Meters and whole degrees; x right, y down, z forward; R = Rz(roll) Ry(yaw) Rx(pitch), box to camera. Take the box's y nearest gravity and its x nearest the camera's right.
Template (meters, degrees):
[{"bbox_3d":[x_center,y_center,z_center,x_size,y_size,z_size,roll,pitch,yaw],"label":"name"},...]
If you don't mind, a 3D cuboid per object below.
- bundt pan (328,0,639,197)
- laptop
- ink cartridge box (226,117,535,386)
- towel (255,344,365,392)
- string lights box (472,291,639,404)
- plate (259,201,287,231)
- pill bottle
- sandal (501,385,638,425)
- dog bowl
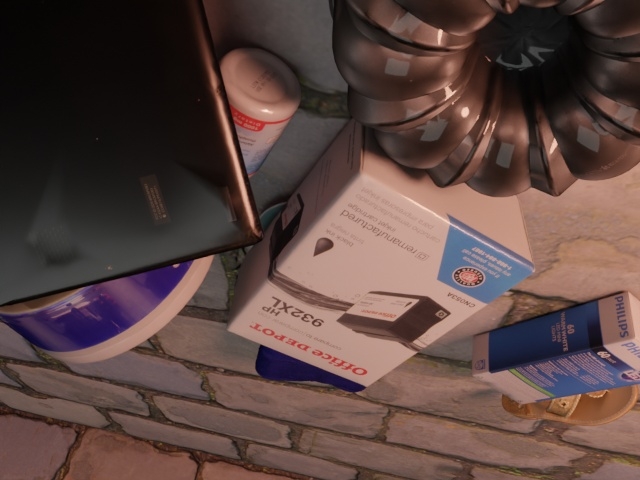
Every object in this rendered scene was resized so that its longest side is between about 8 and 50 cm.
[{"bbox_3d":[0.157,-0.153,0.413,0.330,0.124,0.331,9,145,6],"label":"bundt pan"},{"bbox_3d":[-0.298,-0.158,0.494,0.407,0.236,0.382,-14,109,-3],"label":"laptop"},{"bbox_3d":[0.055,0.030,0.646,0.223,0.129,0.307,26,133,-18],"label":"ink cartridge box"},{"bbox_3d":[0.011,0.174,0.953,0.227,0.076,0.308,10,144,-7],"label":"towel"},{"bbox_3d":[0.379,0.175,0.816,0.133,0.077,0.259,33,140,-25],"label":"string lights box"},{"bbox_3d":[0.000,0.000,0.755,0.188,0.024,0.188,9,143,7],"label":"plate"},{"bbox_3d":[-0.090,-0.119,0.571,0.087,0.087,0.160,25,143,-15],"label":"pill bottle"},{"bbox_3d":[0.406,0.267,0.922,0.079,0.088,0.240,29,147,-29],"label":"sandal"},{"bbox_3d":[-0.266,0.006,0.648,0.264,0.265,0.104,-4,139,24],"label":"dog bowl"}]
